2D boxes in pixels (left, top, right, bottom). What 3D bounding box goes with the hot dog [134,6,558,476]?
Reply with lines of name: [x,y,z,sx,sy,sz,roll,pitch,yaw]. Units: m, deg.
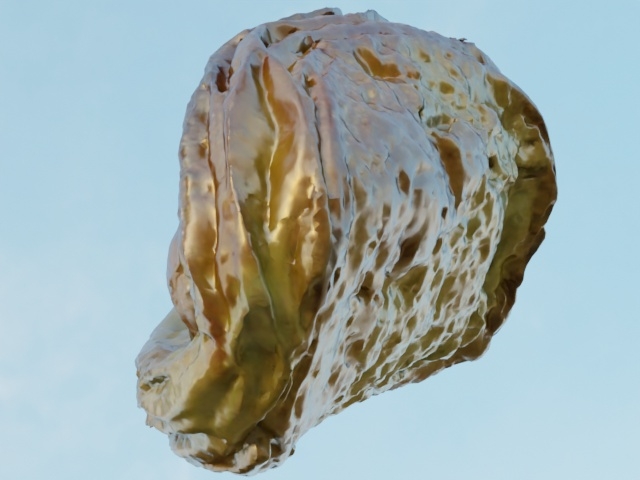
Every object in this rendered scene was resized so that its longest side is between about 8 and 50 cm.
hot dog: [-0.002,-0.001,0.687,0.259,0.114,0.175,-14,-53,-62]
